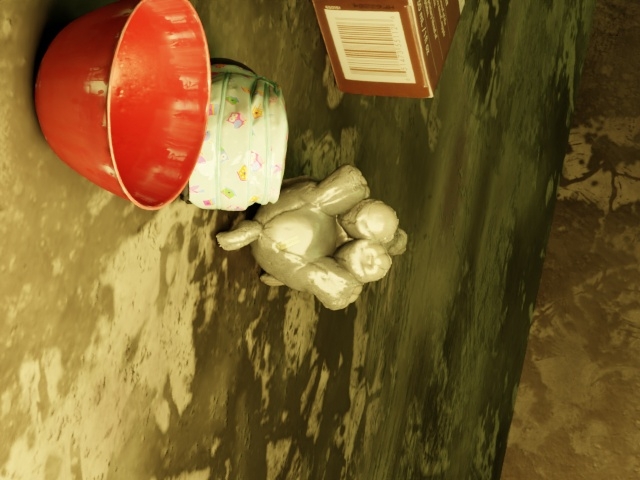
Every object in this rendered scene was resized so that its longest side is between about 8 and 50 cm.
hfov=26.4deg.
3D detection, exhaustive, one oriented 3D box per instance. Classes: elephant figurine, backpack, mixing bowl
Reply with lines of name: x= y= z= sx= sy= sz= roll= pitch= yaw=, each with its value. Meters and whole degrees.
elephant figurine: x=0.000 y=0.000 z=1.591 sx=0.169 sy=0.186 sz=0.239 roll=-46 pitch=-176 yaw=-2
backpack: x=-0.088 y=-0.097 z=1.292 sx=0.182 sy=0.115 sz=0.152 roll=-103 pitch=-171 yaw=-75
mixing bowl: x=-0.173 y=-0.121 z=1.135 sx=0.181 sy=0.098 sz=0.181 roll=8 pitch=90 yaw=-69

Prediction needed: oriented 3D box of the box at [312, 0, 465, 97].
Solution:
box: x=0.120 y=-0.387 z=1.782 sx=0.191 sy=0.143 sz=0.381 roll=70 pitch=32 yaw=-51
